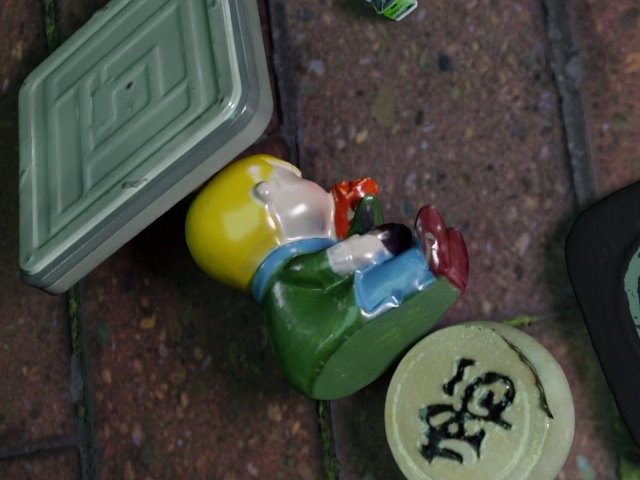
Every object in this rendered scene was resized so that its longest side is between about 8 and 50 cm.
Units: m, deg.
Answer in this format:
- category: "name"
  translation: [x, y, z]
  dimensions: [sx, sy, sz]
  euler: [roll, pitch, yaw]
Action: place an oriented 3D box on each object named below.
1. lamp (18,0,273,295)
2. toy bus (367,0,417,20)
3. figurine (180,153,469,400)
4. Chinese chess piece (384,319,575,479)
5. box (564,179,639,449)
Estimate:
- category: "lamp"
  translation: [-0.156, -0.115, 1.280]
  dimensions: [0.269, 0.047, 0.266]
  euler: [-37, 41, 24]
- category: "toy bus"
  translation: [0.045, -0.219, 1.230]
  dimensions: [0.031, 0.037, 0.083]
  euler: [-37, 65, 24]
- category: "figurine"
  translation: [-0.005, -0.007, 1.188]
  dimensions: [0.185, 0.127, 0.234]
  euler: [-44, 51, 17]
- category: "Chinese chess piece"
  translation: [0.116, 0.130, 1.124]
  dimensions: [0.144, 0.058, 0.144]
  euler: [-5, 80, 31]
- category: "box"
  translation: [0.277, 0.043, 1.043]
  dimensions: [0.201, 0.042, 0.212]
  euler: [-27, 69, 29]
